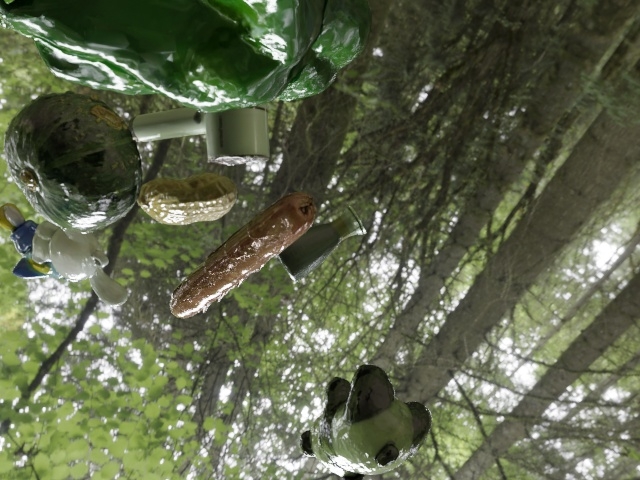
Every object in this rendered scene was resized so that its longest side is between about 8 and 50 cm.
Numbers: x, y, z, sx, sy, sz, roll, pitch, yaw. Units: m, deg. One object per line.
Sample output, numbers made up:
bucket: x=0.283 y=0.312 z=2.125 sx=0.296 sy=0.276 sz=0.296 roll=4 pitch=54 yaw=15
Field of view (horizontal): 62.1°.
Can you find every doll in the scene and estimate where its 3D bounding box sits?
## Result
doll: x=-0.773 y=0.019 z=1.584 sx=0.366 sy=0.375 sz=0.187 roll=8 pitch=-157 yaw=22
doll: x=0.062 y=0.291 z=0.821 sx=0.143 sy=0.234 sz=0.135 roll=40 pitch=-125 yaw=-6

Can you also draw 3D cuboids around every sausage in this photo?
sausage: x=-0.165 y=0.043 z=0.991 sx=0.088 sy=0.433 sz=0.087 roll=32 pitch=-142 yaw=-28

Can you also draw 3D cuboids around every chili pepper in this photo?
chili pepper: x=-0.084 y=-0.186 z=0.371 sx=0.167 sy=0.213 sz=0.385 roll=40 pitch=-151 yaw=19

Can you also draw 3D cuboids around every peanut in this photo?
peanut: x=-0.316 y=-0.100 z=1.265 sx=0.233 sy=0.197 sz=0.110 roll=-12 pitch=-99 yaw=-24

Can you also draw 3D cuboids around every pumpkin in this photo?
pumpkin: x=-0.330 y=-0.105 z=0.720 sx=0.190 sy=0.190 sz=0.146 roll=28 pitch=-133 yaw=3

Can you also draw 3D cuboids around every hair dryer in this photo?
hair dryer: x=-0.276 y=-0.256 z=1.126 sx=0.362 sy=0.203 sz=0.128 roll=-1 pitch=-176 yaw=25

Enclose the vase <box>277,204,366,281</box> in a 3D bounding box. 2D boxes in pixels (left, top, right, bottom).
vase: x=0.000 y=0.000 z=1.920 sx=0.321 sy=0.173 sz=0.173 roll=-31 pitch=-125 yaw=-3
